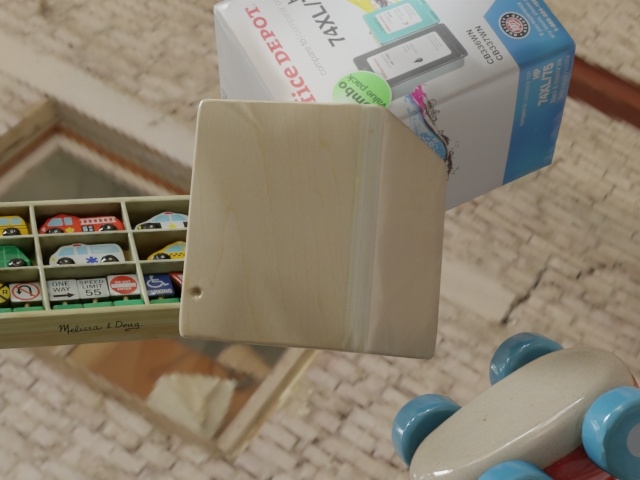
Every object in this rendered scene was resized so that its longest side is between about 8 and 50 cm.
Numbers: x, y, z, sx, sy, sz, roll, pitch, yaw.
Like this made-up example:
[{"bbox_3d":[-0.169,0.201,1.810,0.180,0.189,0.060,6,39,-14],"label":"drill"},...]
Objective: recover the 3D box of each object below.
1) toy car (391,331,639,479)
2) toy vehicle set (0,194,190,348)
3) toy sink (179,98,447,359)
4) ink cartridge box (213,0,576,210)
[{"bbox_3d":[0.209,0.233,1.216,0.238,0.210,0.219,62,-10,-18],"label":"toy car"},{"bbox_3d":[-0.209,0.025,1.269,0.267,0.166,0.035,-3,-52,-17],"label":"toy vehicle set"},{"bbox_3d":[0.000,0.000,0.968,0.131,0.234,0.152,3,-94,15],"label":"toy sink"},{"bbox_3d":[0.064,-0.142,1.335,0.198,0.270,0.197,59,-15,27],"label":"ink cartridge box"}]
